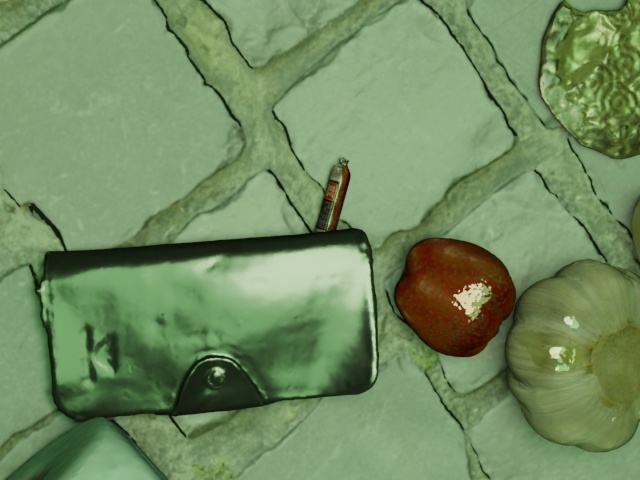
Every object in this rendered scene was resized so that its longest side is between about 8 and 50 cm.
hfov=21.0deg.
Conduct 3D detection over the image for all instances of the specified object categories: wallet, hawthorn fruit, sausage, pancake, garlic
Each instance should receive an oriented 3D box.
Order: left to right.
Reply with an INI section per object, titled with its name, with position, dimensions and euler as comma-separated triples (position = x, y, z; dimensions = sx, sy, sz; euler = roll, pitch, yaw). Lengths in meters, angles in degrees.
[wallet]
position = -0.124, 0.095, 1.938
dimensions = 0.378, 0.051, 0.197
euler = -4, 93, -5
[sausage]
position = 0.000, 0.000, 1.987
dimensions = 0.028, 0.025, 0.198
euler = 16, 88, 18
[hawthorn fruit]
position = 0.151, 0.062, 1.978
dimensions = 0.138, 0.133, 0.133
euler = 33, 85, 3
[garlic]
position = 0.305, 0.129, 1.999
dimensions = 0.228, 0.152, 0.227
euler = 0, 89, -37
[pancake]
position = 0.368, -0.207, 2.060
dimensions = 0.235, 0.029, 0.212
euler = -14, 97, -12

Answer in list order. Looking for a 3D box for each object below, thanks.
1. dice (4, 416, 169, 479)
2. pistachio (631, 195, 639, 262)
[dice]
position = -0.240, 0.366, 1.828
dimensions = 0.268, 0.265, 0.262
euler = -43, 101, -8
[pistachio]
position = 0.455, 0.028, 2.048
dimensions = 0.136, 0.136, 0.226
euler = -43, 95, -8
